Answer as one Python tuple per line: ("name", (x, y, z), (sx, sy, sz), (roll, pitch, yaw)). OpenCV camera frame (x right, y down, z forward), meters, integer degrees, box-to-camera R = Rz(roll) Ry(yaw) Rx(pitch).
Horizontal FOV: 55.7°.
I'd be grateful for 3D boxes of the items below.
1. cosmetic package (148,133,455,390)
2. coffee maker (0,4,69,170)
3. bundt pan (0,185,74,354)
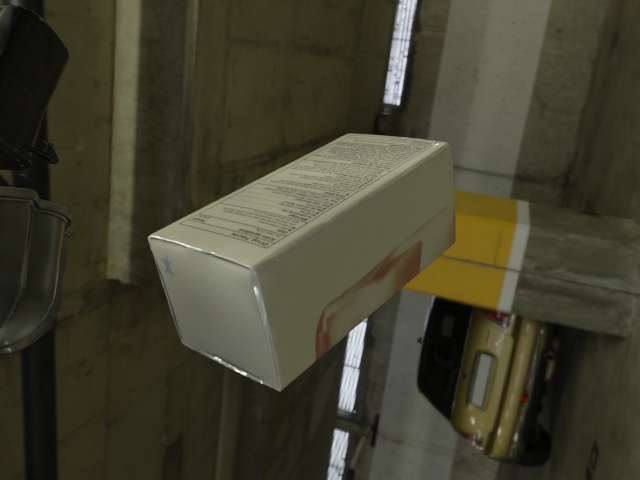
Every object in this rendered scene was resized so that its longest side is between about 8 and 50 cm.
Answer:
("cosmetic package", (0.000, 0.000, 0.620), (0.296, 0.153, 0.129), (-32, -56, -38))
("coffee maker", (-0.380, -0.184, 0.747), (0.120, 0.171, 0.178), (127, 156, -68))
("bundt pan", (-0.381, 0.046, 0.512), (0.331, 0.331, 0.124), (35, -133, -74))
